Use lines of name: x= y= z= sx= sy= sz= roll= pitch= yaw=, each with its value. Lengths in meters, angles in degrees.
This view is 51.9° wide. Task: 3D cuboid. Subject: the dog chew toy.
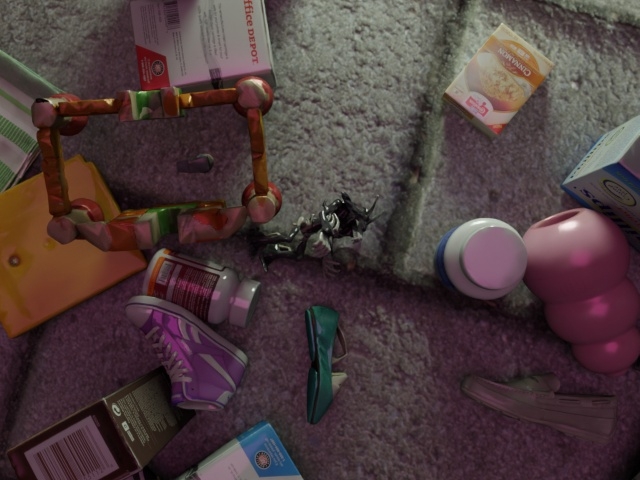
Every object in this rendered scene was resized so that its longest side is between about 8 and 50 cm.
dog chew toy: x=0.520 y=0.110 z=1.285 sx=0.206 sy=0.206 sz=0.332 roll=-22 pitch=94 yaw=2

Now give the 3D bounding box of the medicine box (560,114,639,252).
medicine box: x=0.638 y=-0.092 z=1.234 sx=0.263 sy=0.289 sz=0.149 roll=41 pitch=88 yaw=4

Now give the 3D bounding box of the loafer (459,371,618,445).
loafer: x=0.440 y=0.315 z=1.324 sx=0.319 sy=0.112 sz=0.111 roll=17 pitch=84 yaw=-4

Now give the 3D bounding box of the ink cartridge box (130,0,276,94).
ink cartridge box: x=-0.239 y=-0.411 z=1.382 sx=0.273 sy=0.114 sz=0.197 roll=-8 pitch=87 yaw=3

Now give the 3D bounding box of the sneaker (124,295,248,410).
sneaker: x=-0.285 y=0.233 z=1.303 sx=0.282 sy=0.102 sz=0.161 roll=35 pitch=50 yaw=-11

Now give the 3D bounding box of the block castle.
block castle: x=-0.306 y=-0.154 z=1.293 sx=0.453 sy=0.213 sz=0.303 roll=-6 pitch=101 yaw=-4

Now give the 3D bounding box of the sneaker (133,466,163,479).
sneaker: x=-0.302 y=0.545 z=1.377 sx=0.097 sy=0.084 sz=0.235 roll=-35 pitch=89 yaw=-19

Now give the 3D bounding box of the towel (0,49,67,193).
towel: x=-0.725 y=-0.239 z=1.441 sx=0.248 sy=0.038 sz=0.325 roll=33 pitch=90 yaw=5

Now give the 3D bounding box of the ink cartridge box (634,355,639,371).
ink cartridge box: x=0.763 y=0.182 z=1.339 sx=0.206 sy=0.045 sz=0.208 roll=10 pitch=87 yaw=4

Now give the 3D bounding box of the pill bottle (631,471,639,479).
pill bottle: x=0.693 y=0.528 z=1.239 sx=0.392 sy=0.224 sz=0.224 roll=-45 pitch=86 yaw=1

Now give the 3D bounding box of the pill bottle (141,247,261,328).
pill bottle: x=-0.243 y=0.102 z=1.358 sx=0.221 sy=0.121 sz=0.121 roll=18 pitch=89 yaw=4

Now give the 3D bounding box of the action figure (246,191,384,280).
action figure: x=0.000 y=0.000 z=1.334 sx=0.275 sy=0.164 sz=0.141 roll=-16 pitch=56 yaw=9

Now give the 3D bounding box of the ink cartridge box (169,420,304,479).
ink cartridge box: x=-0.181 y=0.535 z=1.294 sx=0.307 sy=0.129 sz=0.223 roll=-30 pitch=87 yaw=-16

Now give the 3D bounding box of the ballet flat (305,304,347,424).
ballet flat: x=0.015 y=0.258 z=1.361 sx=0.087 sy=0.083 sz=0.247 roll=0 pitch=90 yaw=-11

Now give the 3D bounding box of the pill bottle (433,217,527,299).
pill bottle: x=0.305 y=0.036 z=1.255 sx=0.152 sy=0.272 sz=0.152 roll=0 pitch=88 yaw=4

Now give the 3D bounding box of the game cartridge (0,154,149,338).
game cartridge: x=-0.572 y=0.008 z=1.398 sx=0.323 sy=0.052 sz=0.285 roll=-28 pitch=90 yaw=-7

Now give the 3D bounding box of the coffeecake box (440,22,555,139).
coffeecake box: x=0.366 y=-0.328 z=1.369 sx=0.142 sy=0.068 sz=0.185 roll=40 pitch=91 yaw=3

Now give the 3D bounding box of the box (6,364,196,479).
box: x=-0.384 y=0.355 z=1.226 sx=0.191 sy=0.381 sz=0.143 roll=-29 pitch=89 yaw=2
